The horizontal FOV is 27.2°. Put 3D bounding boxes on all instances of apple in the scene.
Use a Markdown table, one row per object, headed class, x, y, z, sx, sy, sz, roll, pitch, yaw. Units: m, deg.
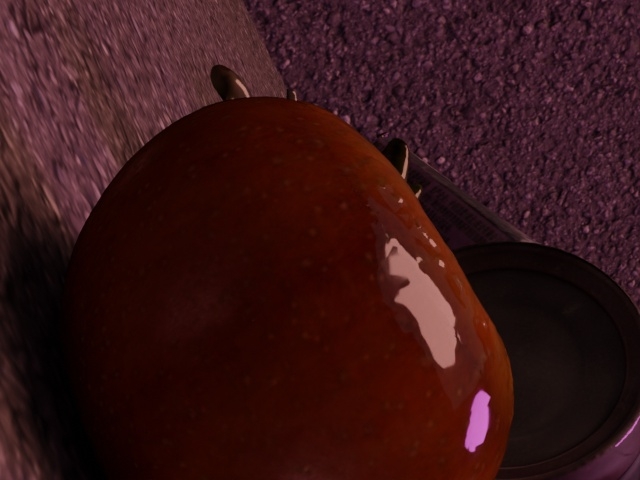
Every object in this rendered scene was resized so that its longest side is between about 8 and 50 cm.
| class | x | y | z | sx | sy | sz | roll | pitch | yaw |
| --- | --- | --- | --- | --- | --- | --- | --- | --- | --- |
| apple | -0.024 | 0.046 | 0.595 | 0.210 | 0.173 | 0.235 | 59 | -3 | -14 |

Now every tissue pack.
| class | x | y | z | sx | sy | sz | roll | pitch | yaw |
| --- | --- | --- | --- | --- | --- | --- | --- | --- | --- |
| tissue pack | 0.177 | 0.035 | 1.460 | 0.259 | 0.122 | 0.361 | 43 | 3 | -32 |

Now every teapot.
| class | x | y | z | sx | sy | sz | roll | pitch | yaw |
| --- | --- | --- | --- | --- | --- | --- | --- | --- | --- |
| teapot | 0.129 | 0.171 | 1.155 | 0.315 | 0.233 | 0.312 | 24 | -32 | 27 |

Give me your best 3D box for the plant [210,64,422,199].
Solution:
| class | x | y | z | sx | sy | sz | roll | pitch | yaw |
| --- | --- | --- | --- | --- | --- | --- | --- | --- | --- |
| plant | -0.044 | 0.070 | 0.905 | 0.251 | 0.180 | 0.333 | 70 | 33 | -42 |
